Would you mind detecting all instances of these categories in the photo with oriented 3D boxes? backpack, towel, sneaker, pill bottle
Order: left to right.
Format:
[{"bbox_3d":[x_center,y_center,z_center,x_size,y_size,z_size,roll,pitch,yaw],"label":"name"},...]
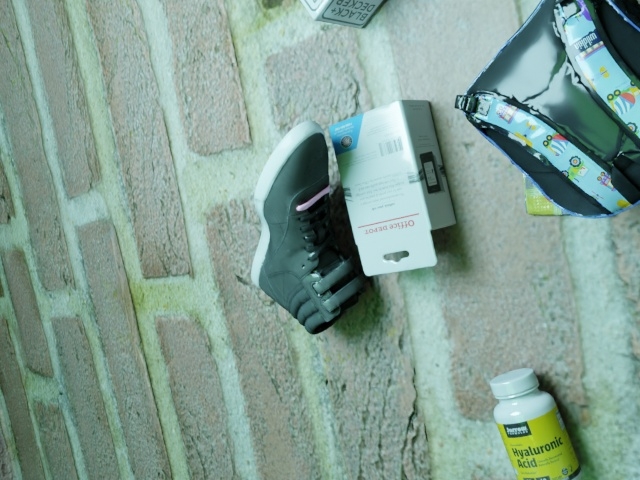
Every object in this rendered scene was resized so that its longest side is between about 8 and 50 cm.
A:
[{"bbox_3d":[0.000,0.000,0.728,0.147,0.105,0.295,40,144,22],"label":"sneaker"},{"bbox_3d":[0.218,0.195,0.632,0.065,0.065,0.116,-25,83,41],"label":"pill bottle"},{"bbox_3d":[0.238,-0.053,0.595,0.083,0.009,0.060,4,102,40],"label":"towel"},{"bbox_3d":[0.231,-0.112,0.516,0.173,0.117,0.158,53,128,20],"label":"backpack"}]

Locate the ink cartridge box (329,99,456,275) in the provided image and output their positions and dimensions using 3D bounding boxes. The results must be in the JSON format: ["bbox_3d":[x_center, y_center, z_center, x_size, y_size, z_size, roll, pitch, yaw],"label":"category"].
[{"bbox_3d":[0.085,-0.057,0.693,0.104,0.060,0.180,-12,92,41],"label":"ink cartridge box"}]

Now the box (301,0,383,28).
[{"bbox_3d":[0.061,-0.384,0.621,0.290,0.087,0.169,-42,72,39],"label":"box"}]
